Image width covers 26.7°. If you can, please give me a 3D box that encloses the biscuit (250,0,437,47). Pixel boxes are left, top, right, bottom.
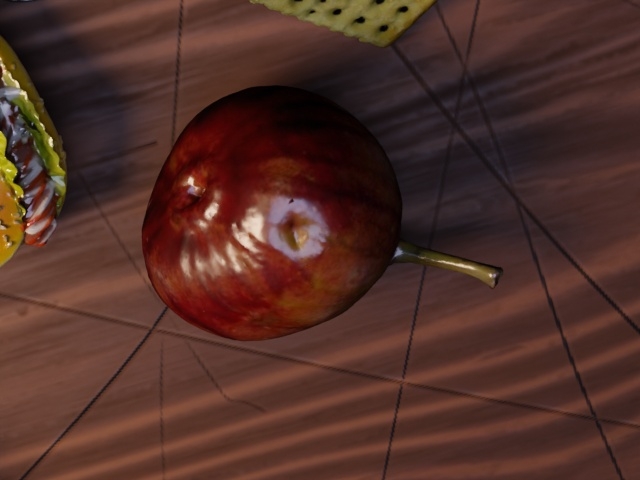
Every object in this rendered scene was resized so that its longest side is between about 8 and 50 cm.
[{"bbox_3d":[-0.014,-0.208,0.988,0.231,0.016,0.139,16,149,-26],"label":"biscuit"}]

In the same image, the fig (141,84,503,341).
[{"bbox_3d":[-0.010,-0.014,1.053,0.204,0.186,0.249,-42,150,27],"label":"fig"}]

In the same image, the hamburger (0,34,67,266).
[{"bbox_3d":[-0.289,-0.075,1.022,0.173,0.116,0.210,-20,107,4],"label":"hamburger"}]

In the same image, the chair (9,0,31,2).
[{"bbox_3d":[-0.157,-0.324,0.959,0.175,0.183,0.326,48,142,-17],"label":"chair"}]
